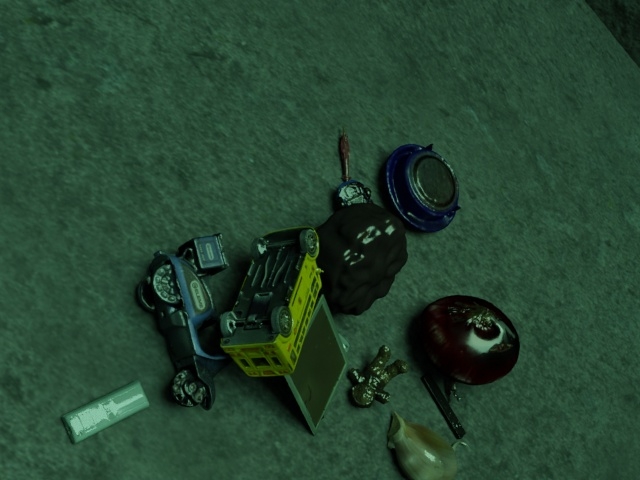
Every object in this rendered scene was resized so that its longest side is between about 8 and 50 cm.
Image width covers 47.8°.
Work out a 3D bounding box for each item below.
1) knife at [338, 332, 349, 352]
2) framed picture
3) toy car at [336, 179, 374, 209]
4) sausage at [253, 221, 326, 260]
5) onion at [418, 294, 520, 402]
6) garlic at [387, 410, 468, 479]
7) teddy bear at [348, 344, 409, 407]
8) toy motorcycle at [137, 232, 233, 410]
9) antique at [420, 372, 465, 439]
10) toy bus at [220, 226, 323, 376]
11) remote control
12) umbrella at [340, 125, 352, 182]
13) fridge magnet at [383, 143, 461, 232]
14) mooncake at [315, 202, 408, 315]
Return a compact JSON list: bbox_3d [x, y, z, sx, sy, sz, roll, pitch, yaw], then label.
[{"bbox_3d":[0.009,0.220,1.754,0.162,0.023,0.044,45,56,-14],"label":"knife"},{"bbox_3d":[-0.008,0.284,1.626,0.216,0.016,0.273,-62,148,-35],"label":"framed picture"},{"bbox_3d":[0.109,-0.056,1.906,0.103,0.063,0.216,-25,85,-26],"label":"toy car"},{"bbox_3d":[0.000,0.000,1.764,0.372,0.082,0.082,-29,90,-30],"label":"sausage"},{"bbox_3d":[0.378,0.279,1.905,0.273,0.285,0.273,12,33,-8],"label":"onion"},{"bbox_3d":[0.288,0.543,1.796,0.267,0.129,0.148,32,67,-34],"label":"garlic"},{"bbox_3d":[0.132,0.340,1.768,0.119,0.078,0.160,41,74,6],"label":"teddy bear"},{"bbox_3d":[-0.251,0.172,1.521,0.213,0.125,0.358,-10,80,-40],"label":"toy motorcycle"},{"bbox_3d":[0.324,0.435,1.903,0.031,0.015,0.192,-33,93,-40],"label":"antique"},{"bbox_3d":[-0.087,0.120,1.529,0.152,0.144,0.330,61,32,-36],"label":"toy bus"},{"bbox_3d":[-0.413,0.330,1.400,0.162,0.029,0.061,-24,85,-39],"label":"remote control"},{"bbox_3d":[0.067,-0.235,1.975,0.027,0.025,0.165,19,63,-51],"label":"umbrella"},{"bbox_3d":[0.293,-0.152,2.049,0.266,0.113,0.265,12,67,-30],"label":"fridge magnet"},{"bbox_3d":[0.096,0.050,1.731,0.283,0.283,0.141,-19,42,-39],"label":"mooncake"}]
